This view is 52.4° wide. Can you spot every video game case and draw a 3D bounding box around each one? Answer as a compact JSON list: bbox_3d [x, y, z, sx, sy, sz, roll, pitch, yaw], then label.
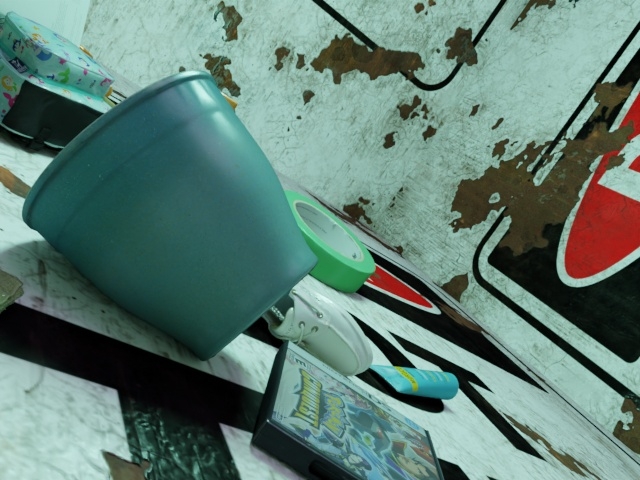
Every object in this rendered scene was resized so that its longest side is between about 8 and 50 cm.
[{"bbox_3d":[0.043,0.238,0.795,0.248,0.035,0.275,34,8,-4],"label":"video game case"}]

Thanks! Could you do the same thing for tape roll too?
[{"bbox_3d":[0.000,0.000,1.710,0.321,0.077,0.321,37,16,-12],"label":"tape roll"}]

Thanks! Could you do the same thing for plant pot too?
[{"bbox_3d":[-0.150,-0.009,0.763,0.255,0.271,0.271,50,8,0],"label":"plant pot"}]

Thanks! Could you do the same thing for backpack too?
[{"bbox_3d":[-0.515,-0.284,1.152,0.253,0.191,0.225,32,7,20],"label":"backpack"}]

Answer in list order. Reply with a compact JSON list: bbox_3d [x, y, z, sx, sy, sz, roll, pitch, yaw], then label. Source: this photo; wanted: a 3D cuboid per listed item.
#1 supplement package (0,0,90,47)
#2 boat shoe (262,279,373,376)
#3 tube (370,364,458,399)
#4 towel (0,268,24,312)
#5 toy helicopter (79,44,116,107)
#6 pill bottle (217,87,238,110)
[{"bbox_3d":[-0.574,-0.481,1.252,0.149,0.194,0.203,6,-7,26],"label":"supplement package"},{"bbox_3d":[-0.041,0.120,1.004,0.277,0.098,0.096,43,33,3],"label":"boat shoe"},{"bbox_3d":[0.175,0.260,1.192,0.207,0.052,0.080,18,8,-44],"label":"tube"},{"bbox_3d":[-0.319,0.039,0.540,0.110,0.027,0.148,32,9,-11],"label":"towel"},{"bbox_3d":[-0.590,-0.372,1.683,0.355,0.140,0.235,42,-7,-38],"label":"toy helicopter"},{"bbox_3d":[-0.301,-0.257,1.588,0.130,0.246,0.130,34,8,-5],"label":"pill bottle"}]
